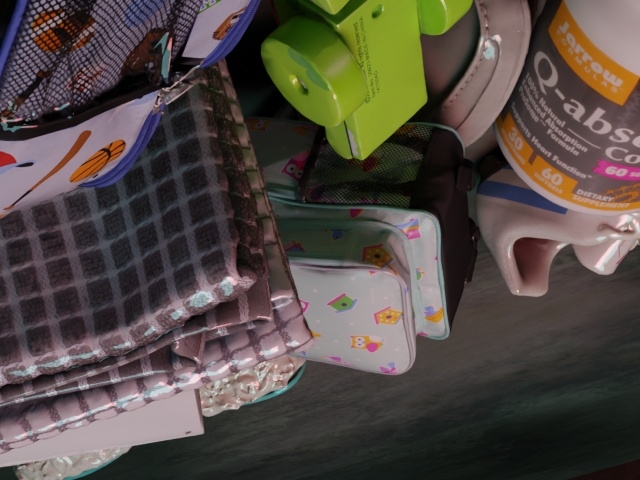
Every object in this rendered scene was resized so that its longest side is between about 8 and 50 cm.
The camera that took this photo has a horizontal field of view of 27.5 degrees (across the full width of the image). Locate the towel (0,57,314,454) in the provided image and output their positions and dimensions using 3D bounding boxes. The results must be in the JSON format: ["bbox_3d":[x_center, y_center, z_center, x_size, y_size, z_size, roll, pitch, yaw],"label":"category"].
[{"bbox_3d":[-0.155,-0.038,0.753,0.235,0.283,0.121,-17,156,1],"label":"towel"}]

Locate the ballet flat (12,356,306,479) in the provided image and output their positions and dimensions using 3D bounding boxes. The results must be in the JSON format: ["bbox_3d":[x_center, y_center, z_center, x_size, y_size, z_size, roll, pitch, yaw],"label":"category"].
[{"bbox_3d":[-0.204,0.144,1.427,0.409,0.147,0.147,-24,154,23],"label":"ballet flat"}]

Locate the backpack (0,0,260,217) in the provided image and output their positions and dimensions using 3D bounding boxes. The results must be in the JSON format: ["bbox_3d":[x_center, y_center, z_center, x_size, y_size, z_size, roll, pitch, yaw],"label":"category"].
[{"bbox_3d":[-0.150,-0.139,0.559,0.213,0.276,0.263,-15,153,-41],"label":"backpack"}]

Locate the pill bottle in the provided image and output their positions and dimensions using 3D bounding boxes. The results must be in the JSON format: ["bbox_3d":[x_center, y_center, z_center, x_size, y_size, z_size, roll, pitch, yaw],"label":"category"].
[{"bbox_3d":[0.216,-0.140,0.849,0.162,0.162,0.278,-7,157,-9],"label":"pill bottle"}]

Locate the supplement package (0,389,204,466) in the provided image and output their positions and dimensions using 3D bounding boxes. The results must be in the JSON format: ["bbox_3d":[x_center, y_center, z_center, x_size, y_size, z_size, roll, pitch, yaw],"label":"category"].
[{"bbox_3d":[-0.208,0.062,1.086,0.194,0.203,0.149,-9,158,-6],"label":"supplement package"}]

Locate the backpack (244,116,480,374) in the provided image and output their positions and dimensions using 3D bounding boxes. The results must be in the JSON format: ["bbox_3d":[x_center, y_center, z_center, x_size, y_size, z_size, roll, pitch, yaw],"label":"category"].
[{"bbox_3d":[0.000,0.000,0.895,0.188,0.144,0.166,14,149,19],"label":"backpack"}]

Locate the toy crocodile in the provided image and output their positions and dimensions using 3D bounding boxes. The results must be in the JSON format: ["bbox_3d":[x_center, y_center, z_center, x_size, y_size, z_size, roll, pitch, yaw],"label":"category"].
[{"bbox_3d":[0.000,-0.162,0.698,0.115,0.105,0.340,-45,151,-13],"label":"toy crocodile"}]

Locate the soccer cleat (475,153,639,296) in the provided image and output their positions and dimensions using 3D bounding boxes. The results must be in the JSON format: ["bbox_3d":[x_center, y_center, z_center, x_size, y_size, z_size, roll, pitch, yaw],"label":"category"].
[{"bbox_3d":[0.265,-0.057,1.095,0.116,0.143,0.331,7,152,-36],"label":"soccer cleat"}]

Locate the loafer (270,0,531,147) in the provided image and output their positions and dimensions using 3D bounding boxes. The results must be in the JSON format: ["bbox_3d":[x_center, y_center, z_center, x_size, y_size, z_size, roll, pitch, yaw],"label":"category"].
[{"bbox_3d":[0.038,-0.096,0.940,0.111,0.112,0.319,-8,160,-29],"label":"loafer"}]
